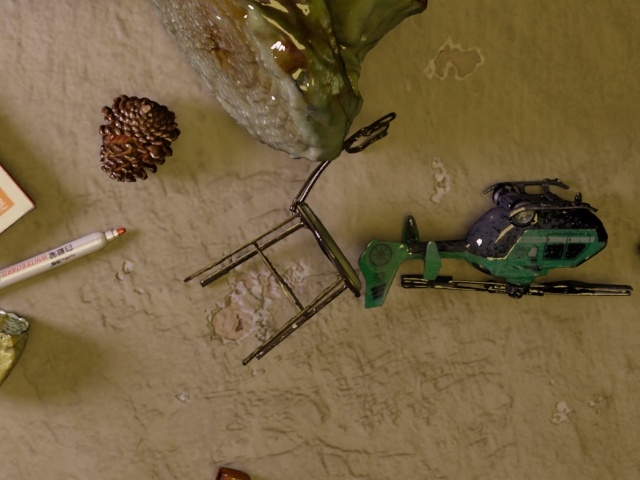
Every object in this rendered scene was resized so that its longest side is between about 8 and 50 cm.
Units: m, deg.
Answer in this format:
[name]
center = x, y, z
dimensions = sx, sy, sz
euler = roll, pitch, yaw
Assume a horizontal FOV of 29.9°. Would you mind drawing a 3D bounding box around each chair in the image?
[chair]
center = 0.000, 0.000, 1.485
dimensions = 0.325, 0.160, 0.170
euler = -36, 85, 0

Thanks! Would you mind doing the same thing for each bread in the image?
[bread]
center = -0.447, 0.138, 1.480
dimensions = 0.156, 0.103, 0.110
euler = 13, 108, -7

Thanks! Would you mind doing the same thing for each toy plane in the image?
[toy plane]
center = 0.235, 0.010, 1.581
dimensions = 0.381, 0.106, 0.155
euler = -3, 111, -15

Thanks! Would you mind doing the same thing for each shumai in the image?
[shumai]
center = -0.018, -0.281, 1.418
dimensions = 0.263, 0.304, 0.309
euler = -37, 131, -17

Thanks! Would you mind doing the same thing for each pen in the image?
[pen]
center = -0.348, 0.028, 1.511
dimensions = 0.218, 0.026, 0.026
euler = -22, 102, -6

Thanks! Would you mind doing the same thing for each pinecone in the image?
[pinecone]
center = -0.231, -0.123, 1.473
dimensions = 0.102, 0.102, 0.109
euler = 31, 102, -13

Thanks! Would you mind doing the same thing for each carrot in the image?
[carrot]
center = -0.139, 0.370, 1.594
dimensions = 0.048, 0.048, 0.139
euler = 21, 97, -13

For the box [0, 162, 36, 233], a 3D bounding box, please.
[box]
center = -0.466, -0.093, 1.459
dimensions = 0.123, 0.050, 0.229
euler = -40, 103, -4
